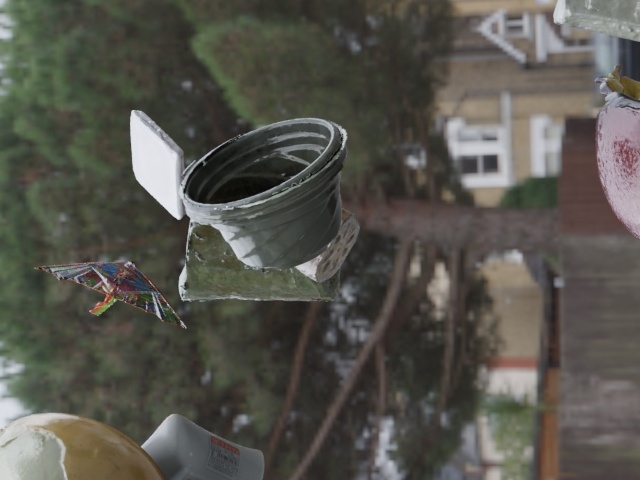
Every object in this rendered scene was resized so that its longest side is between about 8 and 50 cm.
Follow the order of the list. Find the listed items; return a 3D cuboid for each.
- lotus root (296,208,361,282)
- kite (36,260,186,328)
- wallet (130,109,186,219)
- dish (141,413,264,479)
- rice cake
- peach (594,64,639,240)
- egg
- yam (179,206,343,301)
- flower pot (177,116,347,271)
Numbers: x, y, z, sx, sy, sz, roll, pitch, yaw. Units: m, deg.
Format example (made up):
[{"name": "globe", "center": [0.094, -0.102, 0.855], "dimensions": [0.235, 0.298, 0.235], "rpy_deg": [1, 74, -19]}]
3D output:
[{"name": "lotus root", "center": [-0.001, 0.003, 1.957], "dimensions": [0.112, 0.081, 0.122], "rpy_deg": [-64, -15, -12]}, {"name": "kite", "center": [-0.237, 0.059, 1.511], "dimensions": [0.159, 0.190, 0.010], "rpy_deg": [129, 162, -58]}, {"name": "wallet", "center": [-0.251, -0.120, 2.041], "dimensions": [0.032, 0.124, 0.183], "rpy_deg": [-35, -25, -25]}, {"name": "dish", "center": [-0.173, 0.332, 1.774], "dimensions": [0.212, 0.151, 0.077], "rpy_deg": [35, -161, -48]}, {"name": "rice cake", "center": [0.386, -0.239, 1.438], "dimensions": [0.052, 0.256, 0.057], "rpy_deg": [-49, -29, -74]}, {"name": "peach", "center": [0.583, -0.146, 1.881], "dimensions": [0.416, 0.339, 0.353], "rpy_deg": [82, 163, -68]}, {"name": "egg", "center": [-0.300, 0.319, 1.616], "dimensions": [0.201, 0.244, 0.201], "rpy_deg": [-162, 90, -72]}, {"name": "yam", "center": [-0.102, 0.018, 2.351], "dimensions": [0.195, 0.300, 0.195], "rpy_deg": [180, 90, -88]}, {"name": "flower pot", "center": [-0.058, -0.050, 1.720], "dimensions": [0.235, 0.235, 0.140], "rpy_deg": [-71, -35, -59]}]
